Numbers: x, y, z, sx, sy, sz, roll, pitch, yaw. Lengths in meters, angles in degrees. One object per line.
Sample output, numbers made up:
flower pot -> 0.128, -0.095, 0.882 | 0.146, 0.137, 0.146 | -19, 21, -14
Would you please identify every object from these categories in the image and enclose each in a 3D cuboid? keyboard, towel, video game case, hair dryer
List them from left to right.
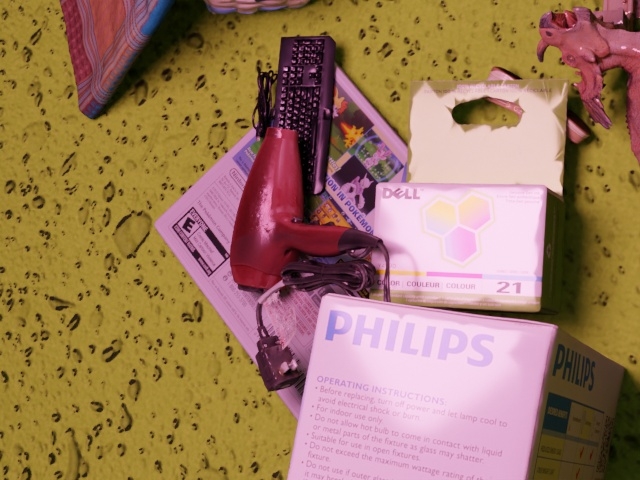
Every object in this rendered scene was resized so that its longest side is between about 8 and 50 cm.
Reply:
towel -> -0.250, -0.340, 1.670 | 0.370, 0.040, 0.271 | -40, 59, 56
keyboard -> -0.038, -0.148, 1.629 | 0.100, 0.038, 0.192 | 0, 79, 24
hair dryer -> -0.013, 0.000, 1.536 | 0.224, 0.080, 0.293 | -40, 57, 32
video game case -> 0.000, 0.000, 1.623 | 0.300, 0.036, 0.329 | -43, 66, 11

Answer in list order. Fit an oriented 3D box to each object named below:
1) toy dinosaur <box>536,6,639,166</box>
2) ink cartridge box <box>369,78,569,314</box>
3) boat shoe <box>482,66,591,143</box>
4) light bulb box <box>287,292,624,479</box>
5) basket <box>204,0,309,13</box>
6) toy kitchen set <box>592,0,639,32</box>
toy dinosaur -> 0.355, -0.124, 1.444 | 0.200, 0.127, 0.295 | -14, 100, 32
ink cartridge box -> 0.159, -0.053, 1.482 | 0.189, 0.097, 0.255 | 2, 86, 22
boat shoe -> 0.237, -0.141, 1.543 | 0.135, 0.050, 0.045 | 39, 109, 26
light bulb box -> 0.129, 0.260, 1.340 | 0.225, 0.358, 0.361 | 8, 83, 23
basket -> -0.077, -0.389, 1.581 | 0.201, 0.289, 0.254 | -4, 73, -10
toy kitchen set -> 0.335, -0.261, 1.504 | 0.068, 0.075, 0.083 | 0, 80, 22
